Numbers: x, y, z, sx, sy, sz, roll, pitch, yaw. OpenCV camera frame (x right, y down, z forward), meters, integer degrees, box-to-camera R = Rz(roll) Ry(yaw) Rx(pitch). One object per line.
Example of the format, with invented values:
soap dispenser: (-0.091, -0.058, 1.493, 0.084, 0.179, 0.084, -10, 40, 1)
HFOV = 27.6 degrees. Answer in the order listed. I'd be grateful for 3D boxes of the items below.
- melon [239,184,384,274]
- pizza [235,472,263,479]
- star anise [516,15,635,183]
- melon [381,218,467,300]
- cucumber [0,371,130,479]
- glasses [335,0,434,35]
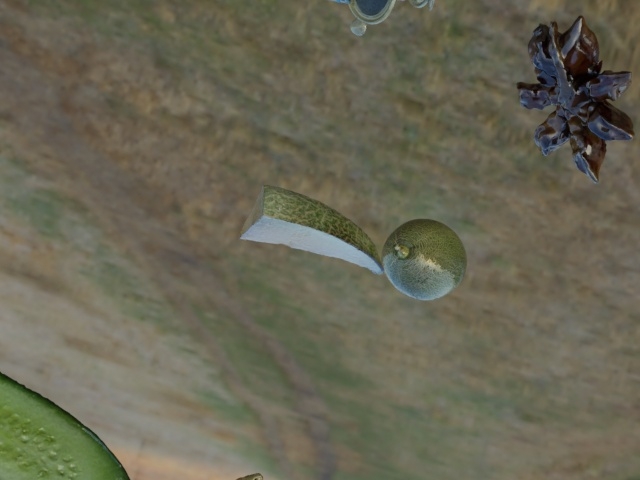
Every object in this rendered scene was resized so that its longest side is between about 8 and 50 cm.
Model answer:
melon: (0.000, -0.005, 1.556, 0.182, 0.054, 0.098, 15, 145, -9)
pizza: (-0.078, 0.239, 0.914, 0.036, 0.176, 0.184, 0, -135, -39)
star anise: (0.239, -0.134, 1.225, 0.057, 0.168, 0.168, -25, -179, -21)
melon: (0.175, 0.032, 2.212, 0.139, 0.139, 0.192, 9, 174, 32)
cucumber: (-0.304, 0.219, 1.325, 0.244, 0.115, 0.063, 29, 146, 10)
glasses: (0.015, -0.329, 1.469, 0.221, 0.088, 0.190, 25, 166, -26)
